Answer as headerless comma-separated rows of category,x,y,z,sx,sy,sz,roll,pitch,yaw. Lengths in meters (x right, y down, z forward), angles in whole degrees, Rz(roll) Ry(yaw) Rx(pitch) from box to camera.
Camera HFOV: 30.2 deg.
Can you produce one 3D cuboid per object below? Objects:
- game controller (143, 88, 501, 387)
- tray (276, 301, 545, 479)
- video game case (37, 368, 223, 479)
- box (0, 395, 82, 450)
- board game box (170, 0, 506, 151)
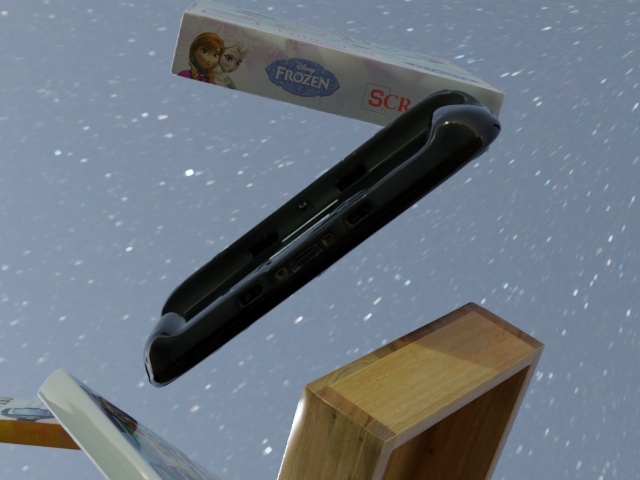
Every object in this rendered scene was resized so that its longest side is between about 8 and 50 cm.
game controller,0.000,0.000,0.890,0.319,0.166,0.067,-37,-77,11
tray,0.025,0.257,0.888,0.076,0.203,0.411,32,-59,28
video game case,-0.044,0.160,0.620,0.023,0.183,0.201,-49,-138,-6
box,-0.285,0.177,1.156,0.136,0.081,0.028,3,-84,3
board game box,0.009,-0.185,1.266,0.318,0.318,0.066,13,-77,-6
